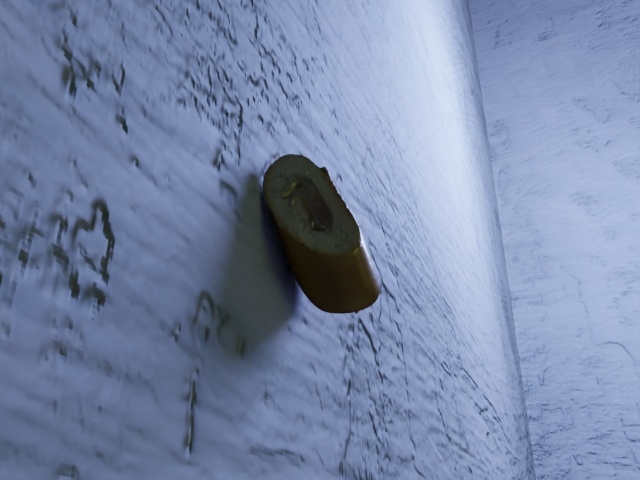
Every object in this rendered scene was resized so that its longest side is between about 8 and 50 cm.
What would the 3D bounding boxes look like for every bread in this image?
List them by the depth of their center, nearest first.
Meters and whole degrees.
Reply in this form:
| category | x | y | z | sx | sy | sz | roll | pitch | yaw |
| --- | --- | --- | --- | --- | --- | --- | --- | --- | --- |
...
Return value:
| category | x | y | z | sx | sy | sz | roll | pitch | yaw |
| --- | --- | --- | --- | --- | --- | --- | --- | --- | --- |
| bread | 0.000 | -0.001 | 0.397 | 0.103 | 0.049 | 0.062 | 68 | -10 | -24 |
